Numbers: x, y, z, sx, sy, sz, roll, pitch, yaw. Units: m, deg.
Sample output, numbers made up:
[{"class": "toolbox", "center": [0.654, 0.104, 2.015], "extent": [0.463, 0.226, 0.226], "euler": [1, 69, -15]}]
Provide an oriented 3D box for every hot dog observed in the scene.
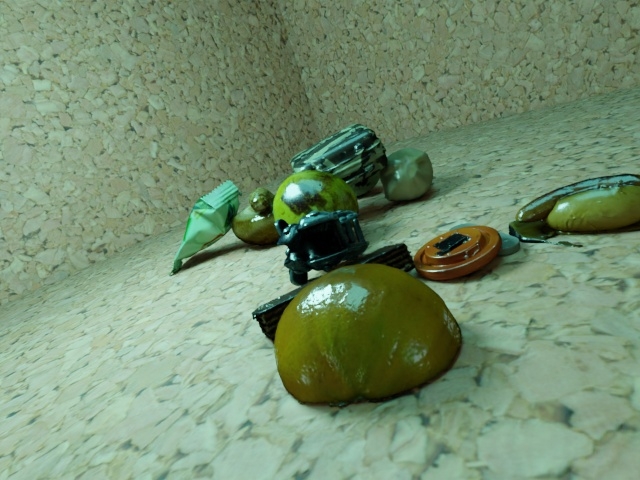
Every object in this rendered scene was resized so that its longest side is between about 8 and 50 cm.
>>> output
[{"class": "hot dog", "center": [0.595, -0.078, 0.940], "extent": [0.326, 0.107, 0.194], "euler": [-14, 17, 18]}]

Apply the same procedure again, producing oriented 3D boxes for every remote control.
[{"class": "remote control", "center": [0.406, -0.006, 1.063], "extent": [0.077, 0.022, 0.245], "euler": [-19, 16, -7]}]

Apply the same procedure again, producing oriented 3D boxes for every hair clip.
[{"class": "hair clip", "center": [-0.004, 0.002, 1.131], "extent": [0.206, 0.194, 0.310], "euler": [-21, -5, 19]}]

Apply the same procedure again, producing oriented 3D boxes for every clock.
[{"class": "clock", "center": [0.314, 0.022, 0.980], "extent": [0.205, 0.051, 0.205], "euler": [-24, 17, 8]}]

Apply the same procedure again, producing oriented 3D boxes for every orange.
[{"class": "orange", "center": [0.077, 0.165, 0.745], "extent": [0.310, 0.274, 0.274], "euler": [18, 25, 9]}]

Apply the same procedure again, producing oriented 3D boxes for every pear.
[{"class": "pear", "center": [-0.019, -0.103, 1.383], "extent": [0.284, 0.283, 0.283], "euler": [-17, 16, 5]}]

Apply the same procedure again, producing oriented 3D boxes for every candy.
[{"class": "candy", "center": [-0.492, -0.045, 1.755], "extent": [0.398, 0.172, 0.263], "euler": [-46, 2, 21]}]

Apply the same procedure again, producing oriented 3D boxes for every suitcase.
[{"class": "suitcase", "center": [0.071, -0.283, 1.588], "extent": [0.352, 0.194, 0.339], "euler": [-29, 24, 0]}]

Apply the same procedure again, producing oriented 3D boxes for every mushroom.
[{"class": "mushroom", "center": [-0.195, -0.097, 1.721], "extent": [0.345, 0.239, 0.345], "euler": [4, 9, -1]}]

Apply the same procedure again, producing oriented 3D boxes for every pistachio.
[{"class": "pistachio", "center": [0.344, -0.258, 1.672], "extent": [0.226, 0.208, 0.332], "euler": [-60, -10, 25]}]

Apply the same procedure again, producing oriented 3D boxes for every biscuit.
[{"class": "biscuit", "center": [0.031, 0.112, 0.964], "extent": [0.388, 0.073, 0.107], "euler": [-23, 1, -18]}]

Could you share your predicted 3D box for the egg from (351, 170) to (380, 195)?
[{"class": "egg", "center": [0.136, -0.350, 2.010], "extent": [0.288, 0.287, 0.379], "euler": [-25, 17, -22]}]
